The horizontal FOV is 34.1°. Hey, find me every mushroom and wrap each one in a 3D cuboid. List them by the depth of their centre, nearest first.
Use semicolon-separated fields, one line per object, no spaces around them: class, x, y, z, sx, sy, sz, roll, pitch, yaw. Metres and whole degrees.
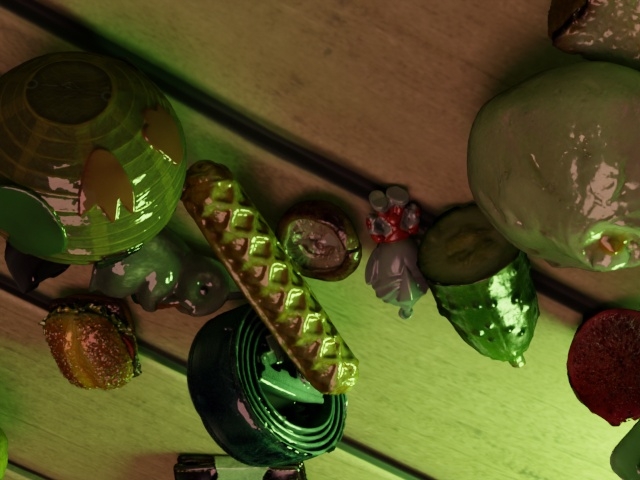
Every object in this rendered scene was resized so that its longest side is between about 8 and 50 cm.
mushroom;0.000;0.000;1.318;0.123;0.052;0.123;13;132;15

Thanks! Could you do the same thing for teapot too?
teapot;-0.369;-0.012;1.377;0.096;0.087;0.177;48;128;5

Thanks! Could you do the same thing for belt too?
belt;-0.066;0.201;1.407;0.116;0.206;0.267;-22;138;30

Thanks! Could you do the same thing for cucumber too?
cucumber;0.213;0.077;1.295;0.134;0.134;0.244;-10;132;20

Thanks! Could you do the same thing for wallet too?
wallet;-0.117;0.462;1.741;0.221;0.071;0.262;0;124;13

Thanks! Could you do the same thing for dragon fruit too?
dragon fruit;0.402;0.161;1.349;0.153;0.153;0.111;-26;154;30

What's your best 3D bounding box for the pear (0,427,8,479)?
pear;-0.695;0.334;1.575;0.413;0.352;0.352;5;132;-2

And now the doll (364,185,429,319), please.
doll;0.097;0.017;1.304;0.094;0.079;0.180;-14;116;-7

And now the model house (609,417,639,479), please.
model house;0.538;0.173;1.245;0.242;0.313;0.358;37;102;8

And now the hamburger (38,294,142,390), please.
hamburger;-0.332;0.154;1.502;0.137;0.087;0.166;1;131;12

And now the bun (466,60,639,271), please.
bun;0.282;-0.048;1.090;0.283;0.179;0.283;13;157;6

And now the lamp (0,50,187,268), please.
lamp;-0.279;-0.075;1.193;0.250;0.250;0.284;15;143;-1

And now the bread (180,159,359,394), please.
bread;-0.060;0.052;1.309;0.077;0.084;0.367;-32;113;4

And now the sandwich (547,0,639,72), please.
sandwich;0.386;-0.266;0.977;0.249;0.095;0.273;21;132;-6

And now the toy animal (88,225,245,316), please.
toy animal;-0.184;0.044;1.361;0.236;0.108;0.138;17;131;-3
